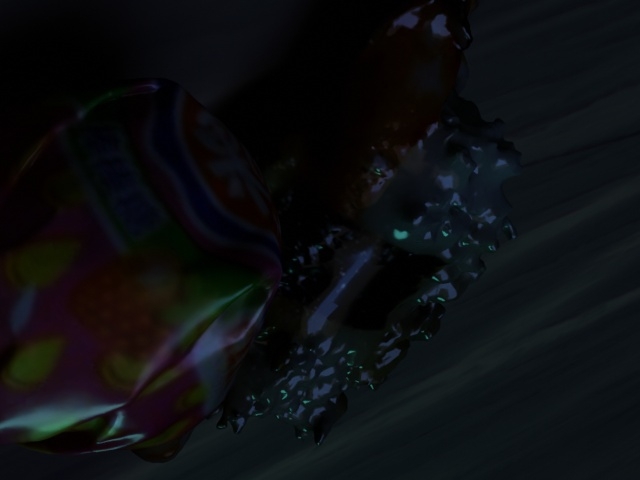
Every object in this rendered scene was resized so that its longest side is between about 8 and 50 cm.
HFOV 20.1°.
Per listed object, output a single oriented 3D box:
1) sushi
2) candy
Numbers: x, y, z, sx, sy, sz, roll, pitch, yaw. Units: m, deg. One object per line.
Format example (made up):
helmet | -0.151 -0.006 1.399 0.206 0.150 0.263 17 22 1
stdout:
sushi | 0.003 0.002 0.687 0.226 0.103 0.097 -49 171 20
candy | -0.176 0.071 0.560 0.365 0.124 0.124 -32 155 -1
